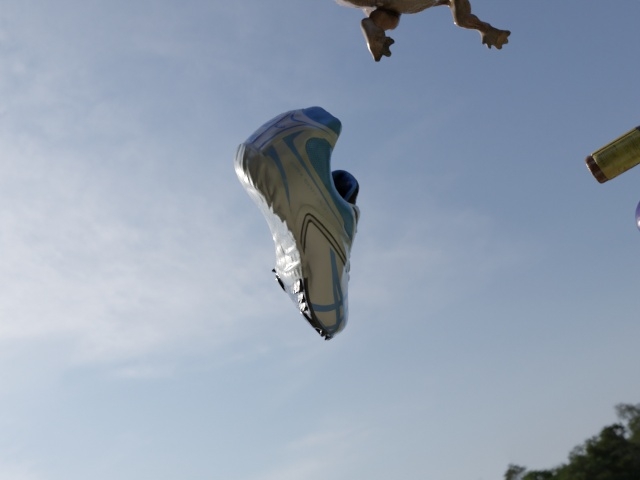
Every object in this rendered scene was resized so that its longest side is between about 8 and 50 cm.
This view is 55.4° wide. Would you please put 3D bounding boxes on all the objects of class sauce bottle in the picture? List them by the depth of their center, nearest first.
[{"bbox_3d":[0.377,-0.114,0.711,0.128,0.042,0.042,-33,-29,32],"label":"sauce bottle"}]

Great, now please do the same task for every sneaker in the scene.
[{"bbox_3d":[0.000,0.000,0.488,0.086,0.085,0.237,-30,-39,-14],"label":"sneaker"}]

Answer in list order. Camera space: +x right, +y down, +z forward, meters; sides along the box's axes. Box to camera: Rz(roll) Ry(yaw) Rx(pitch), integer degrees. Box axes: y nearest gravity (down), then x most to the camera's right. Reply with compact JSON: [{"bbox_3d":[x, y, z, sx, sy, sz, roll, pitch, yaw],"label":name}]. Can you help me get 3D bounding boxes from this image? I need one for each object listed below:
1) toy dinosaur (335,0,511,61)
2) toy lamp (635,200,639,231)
[{"bbox_3d":[0.112,-0.326,0.755,0.296,0.200,0.127,-12,-45,-9],"label":"toy dinosaur"},{"bbox_3d":[0.369,-0.044,0.542,0.080,0.080,0.275,-32,-10,4],"label":"toy lamp"}]
